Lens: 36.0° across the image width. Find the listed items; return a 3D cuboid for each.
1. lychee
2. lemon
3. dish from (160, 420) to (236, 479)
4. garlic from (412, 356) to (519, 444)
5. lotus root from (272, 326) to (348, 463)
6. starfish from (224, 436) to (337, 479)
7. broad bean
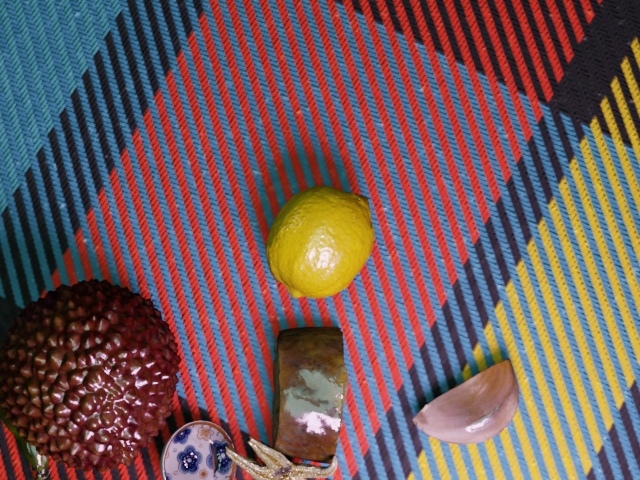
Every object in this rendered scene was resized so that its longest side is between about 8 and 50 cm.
[{"bbox_3d":[-0.373,0.215,1.599,0.306,0.330,0.306,-3,99,-23],"label":"lychee"},{"bbox_3d":[-0.001,0.003,1.669,0.181,0.180,0.193,19,106,5],"label":"lemon"},{"bbox_3d":[-0.221,0.378,1.678,0.141,0.078,0.141,8,76,-34],"label":"dish"},{"bbox_3d":[0.261,0.288,1.661,0.196,0.087,0.101,-32,68,1],"label":"garlic"},{"bbox_3d":[-0.019,0.255,1.660,0.119,0.138,0.234,4,76,-7],"label":"lotus root"},{"bbox_3d":[-0.068,0.400,1.645,0.217,0.050,0.223,-37,108,16],"label":"starfish"},{"bbox_3d":[-0.535,0.298,1.711,0.065,0.046,0.254,-38,82,10],"label":"broad bean"}]
